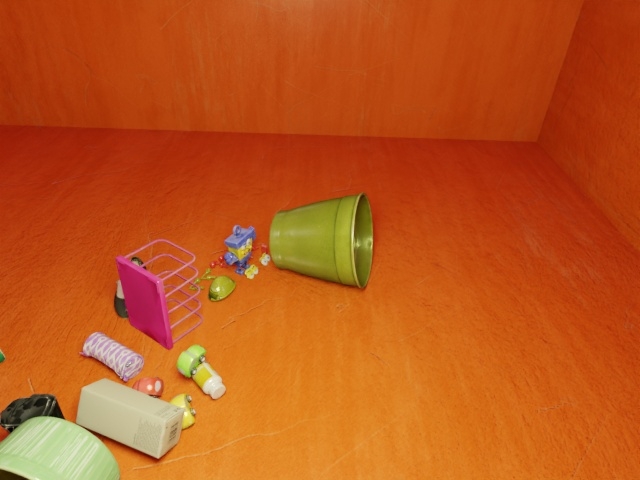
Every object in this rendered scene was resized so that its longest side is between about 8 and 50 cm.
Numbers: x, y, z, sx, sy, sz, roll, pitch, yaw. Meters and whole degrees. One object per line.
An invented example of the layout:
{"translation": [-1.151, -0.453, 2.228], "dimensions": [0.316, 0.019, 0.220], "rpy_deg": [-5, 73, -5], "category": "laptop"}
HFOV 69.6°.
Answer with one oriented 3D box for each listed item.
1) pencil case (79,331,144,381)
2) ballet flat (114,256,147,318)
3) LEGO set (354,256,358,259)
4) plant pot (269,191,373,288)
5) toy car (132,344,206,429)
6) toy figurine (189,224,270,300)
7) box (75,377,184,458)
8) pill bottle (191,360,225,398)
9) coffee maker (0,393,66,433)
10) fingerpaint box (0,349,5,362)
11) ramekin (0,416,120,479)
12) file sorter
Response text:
{"translation": [-0.654, 0.365, 1.452], "dimensions": [0.205, 0.086, 0.088], "rpy_deg": [20, 67, 25], "category": "pencil case"}
{"translation": [-0.712, 0.161, 1.711], "dimensions": [0.095, 0.096, 0.281], "rpy_deg": [-3, 37, -10], "category": "ballet flat"}
{"translation": [0.067, -0.001, 2.019], "dimensions": [0.244, 0.060, 0.182], "rpy_deg": [12, 33, 13], "category": "LEGO set"}
{"translation": [0.000, 0.000, 1.805], "dimensions": [0.352, 0.367, 0.367], "rpy_deg": [0, 34, 17], "category": "plant pot"}
{"translation": [-0.426, 0.404, 1.360], "dimensions": [0.238, 0.053, 0.225], "rpy_deg": [22, 66, 23], "category": "toy car"}
{"translation": [-0.353, 0.040, 1.798], "dimensions": [0.191, 0.217, 0.362], "rpy_deg": [20, 39, 22], "category": "toy figurine"}
{"translation": [-0.518, 0.479, 1.254], "dimensions": [0.274, 0.113, 0.094], "rpy_deg": [15, 6, 16], "category": "box"}
{"translation": [-0.340, 0.425, 1.399], "dimensions": [0.065, 0.065, 0.116], "rpy_deg": [-27, 45, -34], "category": "pill bottle"}
{"translation": [-0.707, 0.486, 1.195], "dimensions": [0.171, 0.178, 0.120], "rpy_deg": [-14, 40, -22], "category": "coffee maker"}
{"translation": [-1.194, 0.193, 1.342], "dimensions": [0.370, 0.445, 0.163], "rpy_deg": [18, 39, 19], "category": "fingerpaint box"}
{"translation": [-0.608, 0.544, 1.033], "dimensions": [0.303, 0.304, 0.148], "rpy_deg": [9, 29, 9], "category": "ramekin"}
{"translation": [-0.524, 0.171, 1.549], "dimensions": [0.202, 0.291, 0.182], "rpy_deg": [23, 38, 26], "category": "file sorter"}
